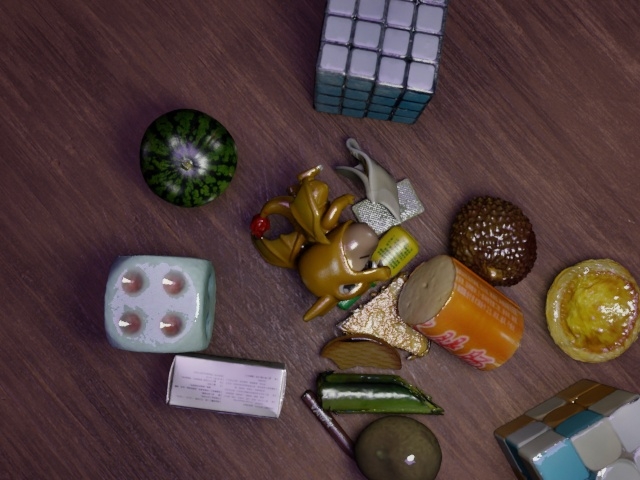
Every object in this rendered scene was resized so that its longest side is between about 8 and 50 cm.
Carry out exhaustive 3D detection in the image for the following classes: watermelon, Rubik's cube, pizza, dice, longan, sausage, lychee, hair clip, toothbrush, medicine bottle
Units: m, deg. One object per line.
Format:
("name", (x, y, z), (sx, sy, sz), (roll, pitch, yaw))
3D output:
("watermelon", (-0.382, -0.239, 1.810), (0.284, 0.285, 0.286), (0, 84, -1))
("Rubik's cube", (0.747, 0.628, 1.717), (0.346, 0.344, 0.347), (-28, 85, -2))
("pizza", (0.218, 0.262, 1.872), (0.287, 0.074, 0.251), (-33, 86, -3))
("dice", (-0.445, 0.179, 1.767), (0.267, 0.264, 0.263), (1, 85, -2))
("longan", (0.216, 0.605, 1.760), (0.245, 0.246, 0.215), (-8, 57, -2))
("sausage", (0.396, 0.206, 1.765), (0.287, 0.233, 0.233), (35, 84, -20))
("Rubik's cube", (0.166, -0.560, 1.814), (0.336, 0.344, 0.344), (9, 85, 1))
("lychee", (0.506, -0.004, 1.824), (0.267, 0.267, 0.268), (0, 84, -1))
("hair clip", (0.147, -0.195, 1.860), (0.113, 0.172, 0.282), (-51, 51, 9))
("toothbrush", (0.069, 0.595, 1.854), (0.041, 0.041, 0.364), (-39, 87, -5))
("medicine bottle", (0.164, 0.089, 1.885), (0.309, 0.076, 0.111), (-44, 85, -4))

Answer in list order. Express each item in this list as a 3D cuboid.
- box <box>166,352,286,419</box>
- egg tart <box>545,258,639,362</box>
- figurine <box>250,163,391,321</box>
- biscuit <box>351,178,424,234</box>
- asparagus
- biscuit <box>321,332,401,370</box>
("box", (-0.266, 0.414, 1.795), (0.332, 0.173, 0.145), (7, 82, -1))
("egg tart", (0.809, 0.206, 1.867), (0.318, 0.128, 0.319), (0, 86, -3))
("figurine", (-0.011, 0.010, 1.796), (0.268, 0.401, 0.387), (-22, 82, -42))
("biscuit", (0.208, -0.097, 1.924), (0.199, 0.040, 0.121), (-27, 87, -3))
("asparagus", (0.176, 0.453, 1.837), (0.381, 0.108, 0.129), (2, 54, -3))
("biscuit", (0.130, 0.340, 1.845), (0.228, 0.031, 0.176), (27, 129, -14))
